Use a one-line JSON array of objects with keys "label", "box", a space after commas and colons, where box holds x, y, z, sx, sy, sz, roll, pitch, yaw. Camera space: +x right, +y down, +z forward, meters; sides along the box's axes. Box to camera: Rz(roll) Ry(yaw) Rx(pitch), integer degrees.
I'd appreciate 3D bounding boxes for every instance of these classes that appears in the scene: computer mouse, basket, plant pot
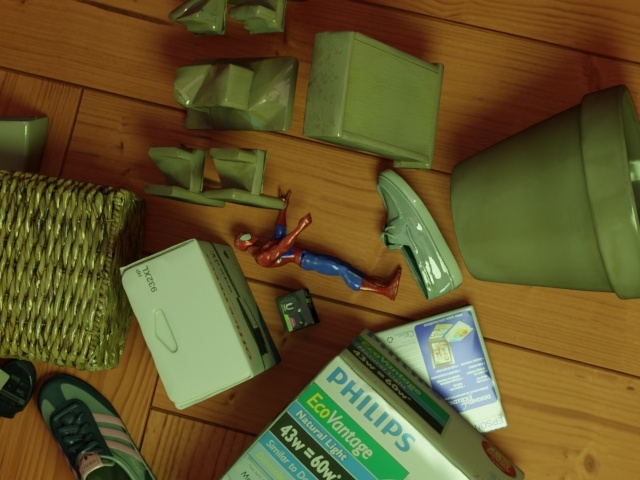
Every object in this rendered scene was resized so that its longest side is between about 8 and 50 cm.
[{"label": "computer mouse", "box": [-0.550, 0.304, 1.962, 0.071, 0.041, 0.242, 31, 97, 1]}, {"label": "basket", "box": [-0.419, 0.049, 1.866, 0.223, 0.213, 0.299, 8, 87, 5]}, {"label": "plant pot", "box": [0.358, -0.054, 1.773, 0.280, 0.323, 0.323, -10, 87, 20]}, {"label": "plant pot", "box": [-0.525, -0.158, 1.945, 0.109, 0.109, 0.096, 1, 100, 5]}]

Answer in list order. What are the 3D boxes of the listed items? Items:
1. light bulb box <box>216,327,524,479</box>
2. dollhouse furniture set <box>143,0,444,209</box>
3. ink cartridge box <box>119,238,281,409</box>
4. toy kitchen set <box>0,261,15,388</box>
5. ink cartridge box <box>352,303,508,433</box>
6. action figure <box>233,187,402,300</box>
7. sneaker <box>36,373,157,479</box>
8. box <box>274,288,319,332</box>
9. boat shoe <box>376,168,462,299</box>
[{"label": "light bulb box", "box": [0.060, 0.394, 1.774, 0.358, 0.225, 0.361, 43, 104, 5]}, {"label": "dollhouse furniture set", "box": [-0.041, -0.226, 1.849, 0.394, 0.256, 0.362, 5, 87, 38]}, {"label": "ink cartridge box", "box": [-0.178, 0.124, 1.793, 0.129, 0.307, 0.223, -24, 86, 4]}, {"label": "toy kitchen set", "box": [-0.562, 0.123, 1.902, 0.122, 0.166, 0.207, 20, 69, 44]}, {"label": "ink cartridge box", "box": [0.179, 0.230, 1.885, 0.206, 0.045, 0.208, -16, 89, 6]}, {"label": "action figure", "box": [0.000, 0.000, 1.893, 0.280, 0.091, 0.139, 12, 95, 5]}, {"label": "sneaker", "box": [-0.367, 0.339, 1.877, 0.112, 0.131, 0.319, -42, 73, -1]}, {"label": "box", "box": [-0.038, 0.115, 1.893, 0.052, 0.083, 0.062, -19, 86, 4]}, {"label": "boat shoe", "box": [0.144, -0.007, 1.878, 0.081, 0.079, 0.227, -31, 88, -12]}]
